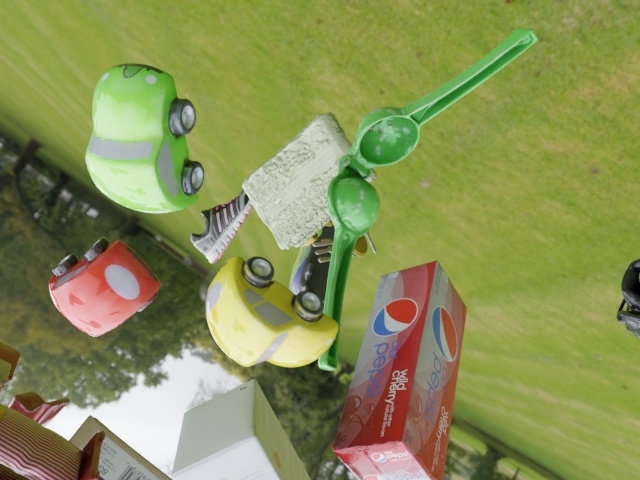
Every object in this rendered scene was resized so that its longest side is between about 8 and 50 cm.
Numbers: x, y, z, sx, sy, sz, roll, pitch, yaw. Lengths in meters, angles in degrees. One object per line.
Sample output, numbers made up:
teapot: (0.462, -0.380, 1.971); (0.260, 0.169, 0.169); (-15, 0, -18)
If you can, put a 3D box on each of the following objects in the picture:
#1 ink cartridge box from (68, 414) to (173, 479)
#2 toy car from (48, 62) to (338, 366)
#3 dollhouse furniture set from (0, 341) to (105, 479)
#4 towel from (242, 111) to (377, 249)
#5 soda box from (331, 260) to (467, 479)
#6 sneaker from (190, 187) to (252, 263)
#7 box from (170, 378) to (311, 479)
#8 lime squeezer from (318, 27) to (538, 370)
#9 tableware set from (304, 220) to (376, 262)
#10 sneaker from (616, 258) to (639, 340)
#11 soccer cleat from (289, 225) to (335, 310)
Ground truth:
ink cartridge box: (-0.350, 0.434, 1.076); (0.235, 0.193, 0.088); (38, 154, 0)
toy car: (-0.111, -0.003, 0.442); (0.239, 0.053, 0.224); (8, 128, 16)
dollhouse furniture set: (-0.453, 0.264, 1.005); (0.201, 0.152, 0.374); (37, -176, -22)
towel: (-0.016, -0.068, 0.776); (0.110, 0.148, 0.027); (54, -161, 8)
soda box: (0.099, 0.146, 0.746); (0.084, 0.263, 0.092); (-18, 122, 31)
sneaker: (-0.174, -0.046, 1.187); (0.075, 0.170, 0.063); (33, 177, -5)
box: (-0.071, 0.258, 0.694); (0.170, 0.091, 0.130); (64, -179, -14)
lime squeezer: (0.058, -0.045, 0.560); (0.110, 0.310, 0.059); (31, 180, 32)
tableware set: (0.019, -0.016, 0.981); (0.024, 0.154, 0.104); (-29, 78, 37)
sneaker: (0.302, 0.065, 0.521); (0.130, 0.109, 0.286); (24, 163, 27)
soccer cleat: (-0.001, 0.000, 1.229); (0.094, 0.289, 0.121); (20, 160, -17)
